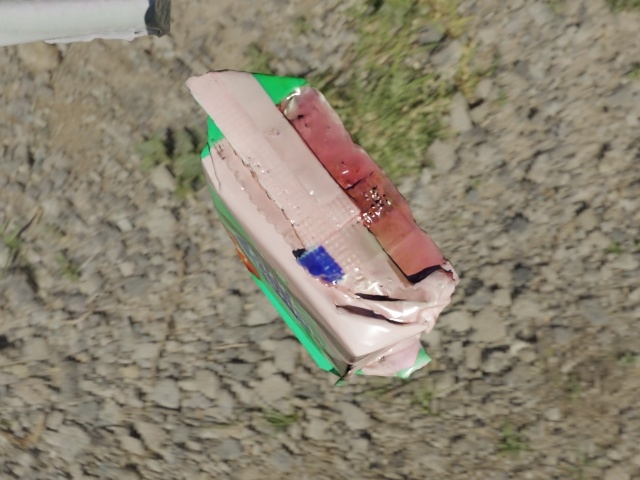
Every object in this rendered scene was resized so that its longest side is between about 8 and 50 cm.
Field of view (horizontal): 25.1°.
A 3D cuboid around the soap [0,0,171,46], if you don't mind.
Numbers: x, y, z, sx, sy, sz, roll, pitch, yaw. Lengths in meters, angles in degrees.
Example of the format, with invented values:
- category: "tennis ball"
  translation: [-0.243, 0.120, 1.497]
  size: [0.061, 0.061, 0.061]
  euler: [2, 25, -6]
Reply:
- category: "soap"
  translation: [-0.272, -0.208, 0.998]
  size: [0.302, 0.258, 0.159]
  euler: [-13, 107, -53]

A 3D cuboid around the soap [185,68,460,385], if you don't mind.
- category: "soap"
  translation: [0.002, -0.001, 0.961]
  size: [0.098, 0.273, 0.218]
  euler: [-34, 84, -6]
